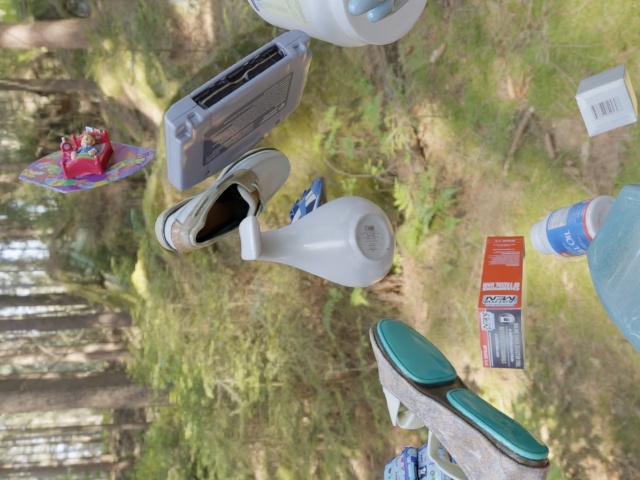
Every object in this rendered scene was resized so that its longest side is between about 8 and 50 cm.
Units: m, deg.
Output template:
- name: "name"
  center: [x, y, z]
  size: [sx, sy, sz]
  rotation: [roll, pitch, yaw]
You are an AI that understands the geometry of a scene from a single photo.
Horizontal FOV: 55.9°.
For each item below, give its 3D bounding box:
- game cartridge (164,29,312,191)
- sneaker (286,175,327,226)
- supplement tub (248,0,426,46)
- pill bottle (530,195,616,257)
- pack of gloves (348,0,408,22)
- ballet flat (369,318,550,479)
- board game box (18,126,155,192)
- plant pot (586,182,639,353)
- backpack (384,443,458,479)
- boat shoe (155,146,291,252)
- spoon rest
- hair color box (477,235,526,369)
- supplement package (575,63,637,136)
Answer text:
- name: "game cartridge"
  center: [-0.138, -0.211, 1.007]
  size: [0.060, 0.294, 0.196]
  rotation: [41, 152, 14]
- name: "sneaker"
  center: [-0.023, -0.060, 1.076]
  size: [0.053, 0.059, 0.144]
  rotation: [71, -151, -47]
- name: "supplement tub"
  center: [0.022, -0.495, 1.123]
  size: [0.325, 0.236, 0.235]
  rotation: [36, 133, 45]
- name: "pill bottle"
  center: [0.607, -0.024, 1.430]
  size: [0.221, 0.124, 0.124]
  rotation: [151, 118, -69]
- name: "pack of gloves"
  center: [0.047, -0.253, 0.329]
  size: [0.232, 0.046, 0.195]
  rotation: [-54, -34, -24]
- name: "ballet flat"
  center: [0.146, 0.218, 0.771]
  size: [0.316, 0.108, 0.106]
  rotation: [43, 119, 54]
- name: "board game box"
  center: [-0.296, -0.109, 0.753]
  size: [0.133, 0.169, 0.033]
  rotation: [-38, -48, -41]
- name: "plant pot"
  center: [0.575, 0.032, 0.938]
  size: [0.252, 0.247, 0.247]
  rotation: [53, 141, 43]
- name: "backpack"
  center: [0.219, 0.482, 1.204]
  size: [0.173, 0.117, 0.158]
  rotation: [-53, 22, 42]
- name: "boat shoe"
  center: [-0.149, -0.071, 1.095]
  size: [0.103, 0.302, 0.113]
  rotation: [11, 134, 44]
- name: "spoon rest"
  center: [0.000, 0.000, 0.847]
  size: [0.084, 0.277, 0.137]
  rotation: [-14, 78, 50]
- name: "hair color box"
  center: [0.235, 0.074, 0.771]
  size: [0.167, 0.054, 0.093]
  rotation: [-61, -36, -55]
- name: "supplement package"
  center: [0.666, -0.327, 1.399]
  size: [0.105, 0.105, 0.179]
  rotation: [63, -145, -13]
